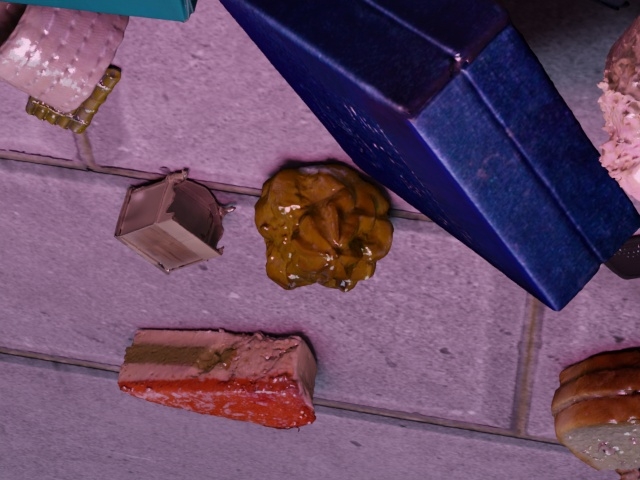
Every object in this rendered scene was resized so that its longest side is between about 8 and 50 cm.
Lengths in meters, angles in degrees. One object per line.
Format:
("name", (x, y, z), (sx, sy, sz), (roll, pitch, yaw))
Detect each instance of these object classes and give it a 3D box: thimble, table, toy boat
("thimble", (-0.221, -0.174, 1.577), (0.090, 0.115, 0.102), (29, 144, -27))
("table", (-0.141, -0.019, 1.859), (0.083, 0.062, 0.079), (-17, 138, 41))
("toy boat", (-0.228, -0.137, 1.742), (0.063, 0.016, 0.115), (21, 149, -15))

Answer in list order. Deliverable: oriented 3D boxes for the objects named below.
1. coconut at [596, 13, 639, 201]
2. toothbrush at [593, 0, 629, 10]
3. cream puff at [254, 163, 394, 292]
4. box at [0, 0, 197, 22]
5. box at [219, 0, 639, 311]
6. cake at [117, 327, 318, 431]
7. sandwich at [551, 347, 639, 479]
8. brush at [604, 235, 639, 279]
("coconut", (0.314, -0.109, 1.365), (0.233, 0.245, 0.233), (5, 111, 13))
("toothbrush", (0.067, -0.265, 1.389), (0.413, 0.042, 0.035), (25, 148, -24))
("cream puff", (0.000, 0.000, 1.788), (0.146, 0.116, 0.146), (7, 147, 5))
("box", (-0.200, -0.256, 1.385), (0.245, 0.153, 0.092), (6, 149, 9))
("box", (0.075, -0.107, 1.432), (0.279, 0.116, 0.261), (38, 172, 46))
("cake", (-0.100, 0.158, 2.120), (0.220, 0.086, 0.117), (-3, 144, 24))
("sandwich", (0.394, 0.206, 2.001), (0.249, 0.095, 0.273), (-10, 144, 40))
("brush", (0.345, 0.008, 1.759), (0.193, 0.016, 0.063), (-13, 142, 38))
